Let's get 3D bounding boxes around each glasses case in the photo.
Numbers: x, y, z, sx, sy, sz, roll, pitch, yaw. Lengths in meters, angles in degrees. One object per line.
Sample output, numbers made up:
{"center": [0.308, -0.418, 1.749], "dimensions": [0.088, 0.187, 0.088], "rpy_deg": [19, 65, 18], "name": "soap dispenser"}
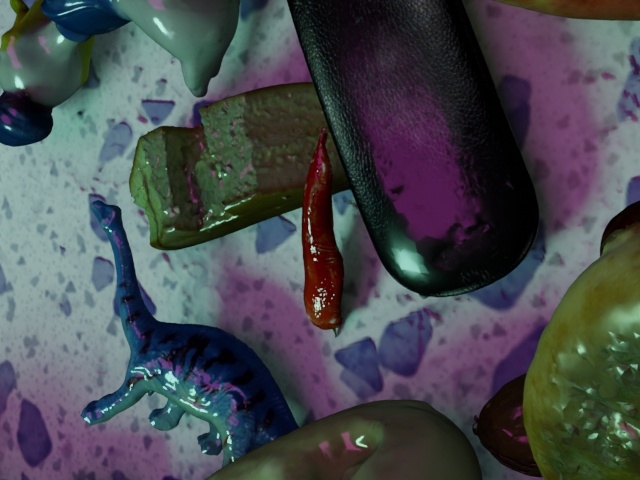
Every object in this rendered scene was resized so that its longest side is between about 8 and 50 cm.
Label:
{"center": [0.061, -0.111, 0.916], "dimensions": [0.122, 0.075, 0.314], "rpy_deg": [-23, 76, 15], "name": "glasses case"}

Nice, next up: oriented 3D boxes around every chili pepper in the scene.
{"center": [0.000, 0.000, 0.945], "dimensions": [0.045, 0.027, 0.178], "rpy_deg": [-114, 20, -56], "name": "chili pepper"}

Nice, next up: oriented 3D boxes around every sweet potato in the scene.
{"center": [0.212, 0.133, 0.834], "dimensions": [0.233, 0.062, 0.081], "rpy_deg": [13, 111, 28], "name": "sweet potato"}

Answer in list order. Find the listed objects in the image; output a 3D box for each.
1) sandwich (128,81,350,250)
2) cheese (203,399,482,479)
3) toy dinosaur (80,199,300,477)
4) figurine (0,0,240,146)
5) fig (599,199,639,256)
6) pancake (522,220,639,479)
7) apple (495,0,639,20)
{"center": [-0.073, -0.055, 0.997], "dimensions": [0.244, 0.088, 0.090], "rpy_deg": [-20, 79, 31], "name": "sandwich"}
{"center": [-0.053, 0.232, 0.896], "dimensions": [0.351, 0.129, 0.328], "rpy_deg": [14, 64, 53], "name": "cheese"}
{"center": [-0.092, 0.122, 1.007], "dimensions": [0.329, 0.076, 0.144], "rpy_deg": [42, 111, 12], "name": "toy dinosaur"}
{"center": [-0.203, -0.207, 1.025], "dimensions": [0.283, 0.204, 0.338], "rpy_deg": [46, 121, 10], "name": "figurine"}
{"center": [0.231, 0.033, 0.819], "dimensions": [0.089, 0.089, 0.125], "rpy_deg": [-10, 107, 32], "name": "fig"}
{"center": [0.278, 0.147, 0.676], "dimensions": [0.387, 0.082, 0.387], "rpy_deg": [25, 142, 21], "name": "pancake"}
{"center": [0.155, -0.315, 0.709], "dimensions": [0.364, 0.364, 0.364], "rpy_deg": [-1, 89, 32], "name": "apple"}
